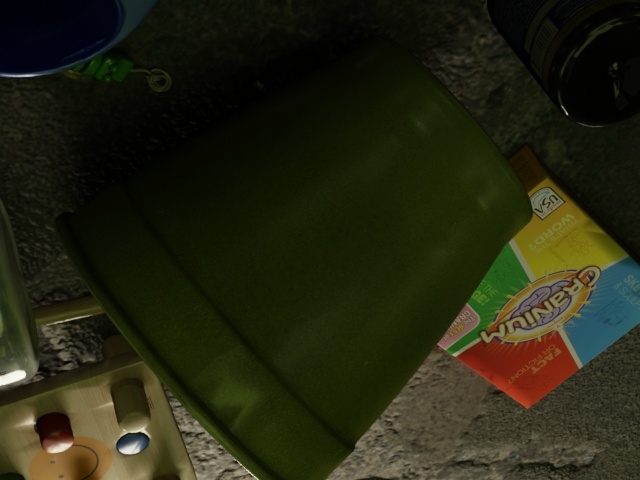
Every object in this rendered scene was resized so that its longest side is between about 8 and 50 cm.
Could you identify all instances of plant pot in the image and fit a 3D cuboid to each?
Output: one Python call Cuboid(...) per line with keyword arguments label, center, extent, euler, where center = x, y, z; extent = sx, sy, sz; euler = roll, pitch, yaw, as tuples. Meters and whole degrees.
Cuboid(label="plant pot", center=(0.000, 0.000, 1.185), extent=(0.353, 0.366, 0.366), euler=(-41, 132, 0))

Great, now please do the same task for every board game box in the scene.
Cuboid(label="board game box", center=(0.251, 0.055, 1.495), extent=(0.242, 0.064, 0.316), euler=(-41, 131, 16))

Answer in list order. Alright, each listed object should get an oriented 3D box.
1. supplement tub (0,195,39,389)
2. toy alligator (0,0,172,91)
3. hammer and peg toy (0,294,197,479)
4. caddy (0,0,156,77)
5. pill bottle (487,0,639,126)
Cuboid(label="supplement tub", center=(-0.446, 0.071, 1.136), extent=(0.337, 0.207, 0.207), euler=(-14, 133, -9))
Cuboid(label="toy alligator", center=(-0.209, -0.168, 1.127), extent=(0.189, 0.051, 0.056), euler=(24, 118, -35))
Cuboid(label="hammer and peg toy", center=(-0.287, 0.209, 1.372), extent=(0.265, 0.127, 0.361), euler=(-17, 133, -7))
Cuboid(label="caddy", center=(-0.279, -0.261, 0.933), extent=(0.341, 0.179, 0.241), euler=(13, 124, -30))
Cuboid(label="pill bottle", center=(0.229, -0.213, 1.145), extent=(0.122, 0.219, 0.123), euler=(-11, 133, -12))
